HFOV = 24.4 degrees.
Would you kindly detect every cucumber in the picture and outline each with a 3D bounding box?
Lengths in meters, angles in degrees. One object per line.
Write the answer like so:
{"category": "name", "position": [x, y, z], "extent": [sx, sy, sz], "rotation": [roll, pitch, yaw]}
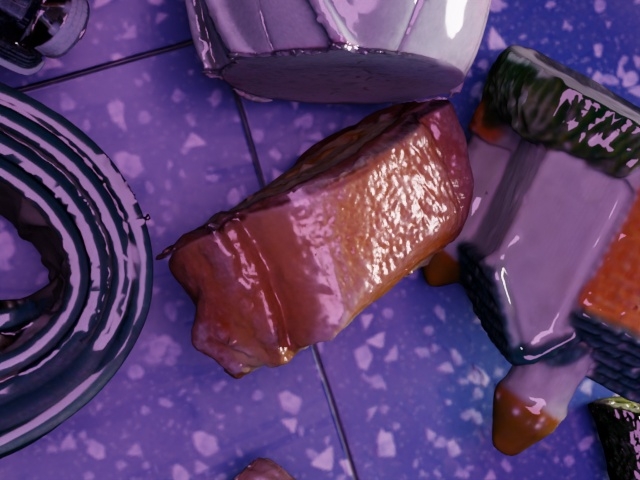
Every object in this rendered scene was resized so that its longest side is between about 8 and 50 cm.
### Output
{"category": "cucumber", "position": [0.273, 0.236, 1.250], "extent": [0.058, 0.052, 0.214], "rotation": [-10, 91, 6]}

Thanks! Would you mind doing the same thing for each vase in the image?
{"category": "vase", "position": [0.027, -0.331, 1.127], "extent": [0.250, 0.250, 0.445], "rotation": [5, 82, -14]}

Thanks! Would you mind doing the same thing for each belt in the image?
{"category": "belt", "position": [-0.342, 0.024, 1.042], "extent": [0.437, 0.173, 0.300], "rotation": [1, 79, -17]}

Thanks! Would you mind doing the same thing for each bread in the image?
{"category": "bread", "position": [-0.008, 0.003, 1.103], "extent": [0.244, 0.190, 0.123], "rotation": [-33, 98, -37]}

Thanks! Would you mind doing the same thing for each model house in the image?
{"category": "model house", "position": [0.204, 0.027, 1.200], "extent": [0.271, 0.190, 0.300], "rotation": [26, 97, -16]}

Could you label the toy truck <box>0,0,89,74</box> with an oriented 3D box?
{"category": "toy truck", "position": [-0.228, -0.268, 1.086], "extent": [0.133, 0.184, 0.338], "rotation": [30, 85, -42]}

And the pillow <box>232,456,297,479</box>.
{"category": "pillow", "position": [-0.078, 0.299, 1.160], "extent": [0.135, 0.049, 0.248], "rotation": [39, 84, -7]}
